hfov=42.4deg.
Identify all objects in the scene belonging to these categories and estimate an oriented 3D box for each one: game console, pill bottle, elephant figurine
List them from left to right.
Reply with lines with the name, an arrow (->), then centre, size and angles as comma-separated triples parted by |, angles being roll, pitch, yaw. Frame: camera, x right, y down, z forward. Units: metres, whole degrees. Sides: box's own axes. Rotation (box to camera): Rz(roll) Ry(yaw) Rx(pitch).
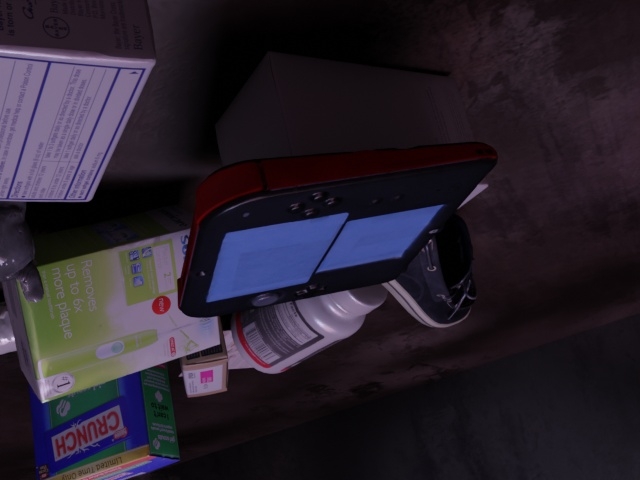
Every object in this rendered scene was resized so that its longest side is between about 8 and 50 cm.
elephant figurine -> -0.486, -0.012, 1.001 | 0.239, 0.186, 0.170 | -14, 126, -33
pill bottle -> -0.021, 0.133, 1.634 | 0.176, 0.176, 0.318 | 8, 149, -42
game console -> 0.000, 0.000, 1.029 | 0.341, 0.060, 0.386 | -5, 159, -17

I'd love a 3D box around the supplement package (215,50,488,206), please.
supplement package -> 0.038, -0.114, 1.088 | 0.292, 0.175, 0.177 | 1, 155, -32

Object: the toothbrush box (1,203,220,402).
toothbrush box -> -0.308, 0.085, 1.224 | 0.283, 0.206, 0.122 | -16, -155, -30

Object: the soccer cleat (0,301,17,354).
soccer cleat -> -0.530, 0.136, 1.461 | 0.331, 0.116, 0.143 | 6, 130, -39

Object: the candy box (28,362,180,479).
candy box -> -0.431, 0.309, 1.618 | 0.268, 0.317, 0.122 | -22, 156, 18

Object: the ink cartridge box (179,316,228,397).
ink cartridge box -> -0.237, 0.178, 1.590 | 0.088, 0.193, 0.235 | -10, 157, -12

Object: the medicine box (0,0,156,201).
medicine box -> -0.338, -0.163, 0.787 | 0.289, 0.149, 0.263 | 0, 154, -30

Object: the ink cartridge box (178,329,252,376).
ink cartridge box -> -0.169, 0.227, 1.912 | 0.261, 0.066, 0.296 | -1, 154, -29

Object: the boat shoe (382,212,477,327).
boat shoe -> 0.221, 0.041, 1.563 | 0.155, 0.187, 0.500 | -17, 153, 21
